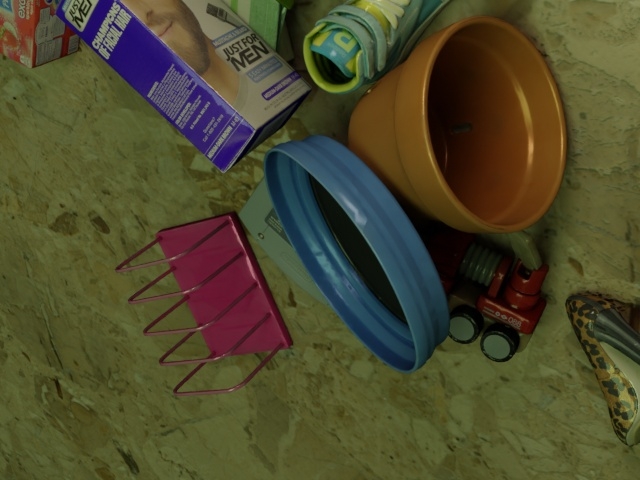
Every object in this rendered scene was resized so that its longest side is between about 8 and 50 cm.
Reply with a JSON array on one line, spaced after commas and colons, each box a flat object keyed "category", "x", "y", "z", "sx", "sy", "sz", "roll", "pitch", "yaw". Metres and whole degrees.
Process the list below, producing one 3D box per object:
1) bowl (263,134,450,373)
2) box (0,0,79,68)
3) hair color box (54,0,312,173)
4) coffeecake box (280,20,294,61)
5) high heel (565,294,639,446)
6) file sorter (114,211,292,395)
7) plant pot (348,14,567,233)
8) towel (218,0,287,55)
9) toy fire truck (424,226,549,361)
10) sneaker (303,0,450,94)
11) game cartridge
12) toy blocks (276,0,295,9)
[{"category": "bowl", "x": 0.052, "y": 0.015, "z": 1.303, "sx": 0.391, "sy": 0.077, "sz": 0.391, "roll": 51, "pitch": 164, "yaw": 21}, {"category": "box", "x": -0.505, "y": -0.454, "z": 1.537, "sx": 0.122, "sy": 0.128, "sz": 0.257, "roll": 28, "pitch": 127, "yaw": 15}, {"category": "hair color box", "x": -0.195, "y": -0.279, "z": 1.280, "sx": 0.339, "sy": 0.185, "sz": 0.110, "roll": 42, "pitch": 129, "yaw": 0}, {"category": "coffeecake box", "x": -0.151, "y": -0.347, "z": 1.423, "sx": 0.185, "sy": 0.068, "sz": 0.142, "roll": -2, "pitch": 113, "yaw": 32}, {"category": "high heel", "x": 0.459, "y": 0.205, "z": 1.381, "sx": 0.186, "sy": 0.093, "sz": 0.261, "roll": 45, "pitch": 156, "yaw": 40}, {"category": "file sorter", "x": -0.229, "y": 0.129, "z": 1.655, "sx": 0.202, "sy": 0.182, "sz": 0.291, "roll": -12, "pitch": 109, "yaw": 35}, {"category": "plant pot", "x": 0.175, "y": -0.145, "z": 1.223, "sx": 0.203, "sy": 0.291, "sz": 0.291, "roll": -8, "pitch": 112, "yaw": 50}, {"category": "towel", "x": -0.208, "y": -0.337, "z": 1.396, "sx": 0.325, "sy": 0.038, "sz": 0.248, "roll": 22, "pitch": 126, "yaw": 16}, {"category": "toy fire truck", "x": 0.251, "y": 0.043, "z": 1.342, "sx": 0.217, "sy": 0.158, "sz": 0.246, "roll": 27, "pitch": 124, "yaw": 16}, {"category": "sneaker", "x": 0.090, "y": -0.328, "z": 1.201, "sx": 0.127, "sy": 0.208, "sz": 0.319, "roll": 37, "pitch": 128, "yaw": 10}, {"category": "game cartridge", "x": 0.000, "y": 0.000, "z": 1.533, "sx": 0.294, "sy": 0.060, "sz": 0.196, "roll": 43, "pitch": 125, "yaw": 4}, {"category": "toy blocks", "x": -0.054, "y": -0.521, "z": 1.124, "sx": 0.261, "sy": 0.191, "sz": 0.381, "roll": 30, "pitch": 98, "yaw": 18}]
